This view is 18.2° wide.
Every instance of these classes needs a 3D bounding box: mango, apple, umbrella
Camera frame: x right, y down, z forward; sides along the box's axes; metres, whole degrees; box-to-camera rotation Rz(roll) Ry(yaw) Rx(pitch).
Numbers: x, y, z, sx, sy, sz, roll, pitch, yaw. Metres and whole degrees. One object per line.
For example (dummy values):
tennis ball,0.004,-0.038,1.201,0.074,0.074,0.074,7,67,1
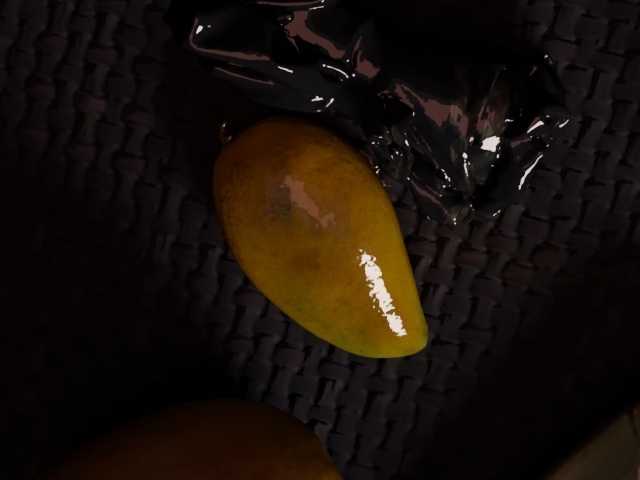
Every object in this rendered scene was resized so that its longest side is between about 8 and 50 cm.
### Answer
mango,0.000,0.000,1.200,0.101,0.066,0.187,-29,107,16
apple,-0.077,0.218,1.184,0.241,0.242,0.242,-33,100,0
umbrella,0.011,-0.107,1.141,0.272,0.110,0.122,30,66,-5

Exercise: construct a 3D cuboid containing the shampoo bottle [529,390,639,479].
shampoo bottle,0.149,0.211,1.228,0.125,0.084,0.350,37,106,-2
